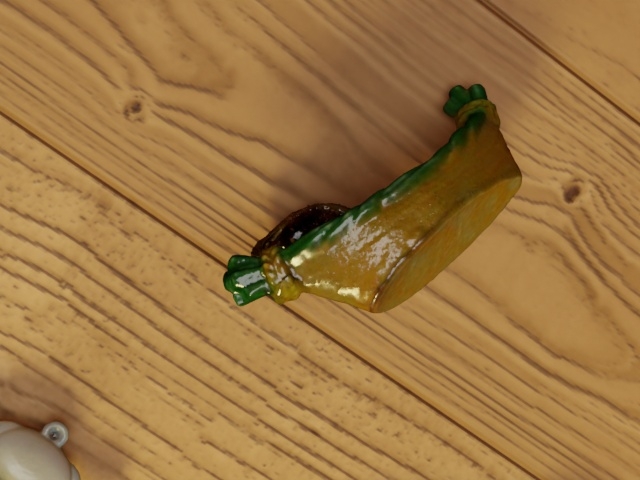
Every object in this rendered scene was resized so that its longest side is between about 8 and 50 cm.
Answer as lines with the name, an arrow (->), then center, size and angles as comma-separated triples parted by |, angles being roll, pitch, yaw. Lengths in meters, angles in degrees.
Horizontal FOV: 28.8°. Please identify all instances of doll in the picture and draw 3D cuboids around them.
doll -> -0.214, 0.164, 0.830 | 0.113, 0.071, 0.135 | -28, 96, -11

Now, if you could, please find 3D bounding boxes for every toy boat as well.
toy boat -> 0.045, -0.019, 0.801 | 0.229, 0.089, 0.088 | -39, 65, -22

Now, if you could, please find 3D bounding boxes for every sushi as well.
sushi -> 0.000, 0.000, 0.841 | 0.099, 0.047, 0.050 | -9, 97, -10
